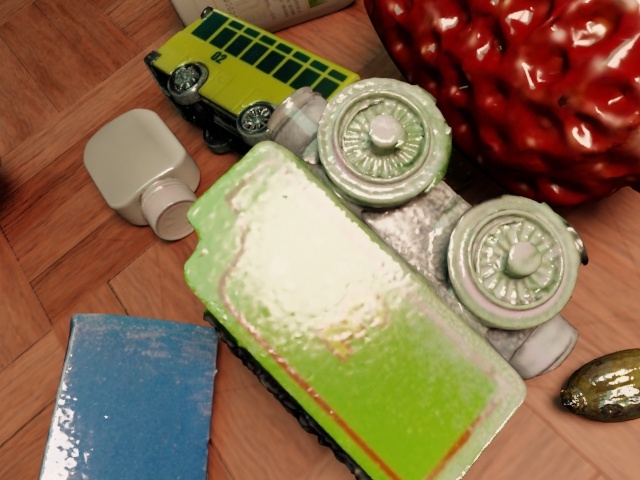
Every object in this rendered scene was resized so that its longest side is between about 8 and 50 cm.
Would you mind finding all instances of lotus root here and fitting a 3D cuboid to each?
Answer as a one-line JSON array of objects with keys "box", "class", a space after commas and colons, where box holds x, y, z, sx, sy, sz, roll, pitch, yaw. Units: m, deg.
[{"box": [0.248, 0.122, 0.409, 0.099, 0.049, 0.054, -18, 69, 4], "class": "lotus root"}]

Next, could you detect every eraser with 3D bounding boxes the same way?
[{"box": [-0.172, 0.223, 0.428, 0.144, 0.042, 0.312, 11, 62, -23], "class": "eraser"}]

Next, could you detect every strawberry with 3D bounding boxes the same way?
[{"box": [0.205, -0.216, 0.441, 0.345, 0.295, 0.318, 38, 80, 10], "class": "strawberry"}]

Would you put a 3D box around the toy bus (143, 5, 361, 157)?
[{"box": [-0.076, -0.173, 0.605, 0.262, 0.128, 0.150, 35, 76, 26], "class": "toy bus"}]

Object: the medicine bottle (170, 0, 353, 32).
[{"box": [-0.050, -0.393, 0.680, 0.324, 0.179, 0.124, -15, 61, 8], "class": "medicine bottle"}]

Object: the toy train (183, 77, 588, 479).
[{"box": [0.044, 0.031, 0.411, 0.307, 0.173, 0.249, 45, 81, 5], "class": "toy train"}]

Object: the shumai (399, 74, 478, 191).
[{"box": [0.123, -0.116, 0.548, 0.123, 0.105, 0.139, 28, 99, 22], "class": "shumai"}]

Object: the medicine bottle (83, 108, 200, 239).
[{"box": [-0.221, -0.083, 0.630, 0.119, 0.069, 0.183, -38, 59, -7], "class": "medicine bottle"}]
